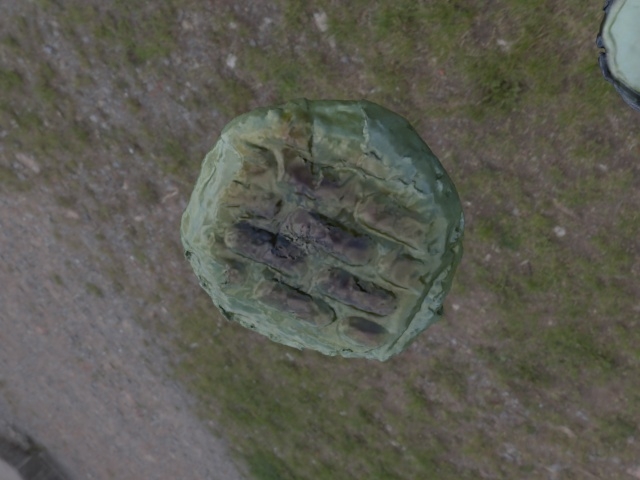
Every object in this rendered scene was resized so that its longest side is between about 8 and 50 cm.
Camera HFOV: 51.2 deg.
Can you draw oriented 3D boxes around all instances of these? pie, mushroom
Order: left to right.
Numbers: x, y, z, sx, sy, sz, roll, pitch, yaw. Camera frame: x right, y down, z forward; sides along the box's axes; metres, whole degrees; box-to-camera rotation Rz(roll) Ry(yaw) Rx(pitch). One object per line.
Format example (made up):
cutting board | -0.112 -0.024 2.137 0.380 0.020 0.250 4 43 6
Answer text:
pie | 0.000 0.000 0.663 0.306 0.071 0.306 2 118 3
mushroom | 0.563 -0.348 1.003 0.247 0.130 0.344 24 154 23
